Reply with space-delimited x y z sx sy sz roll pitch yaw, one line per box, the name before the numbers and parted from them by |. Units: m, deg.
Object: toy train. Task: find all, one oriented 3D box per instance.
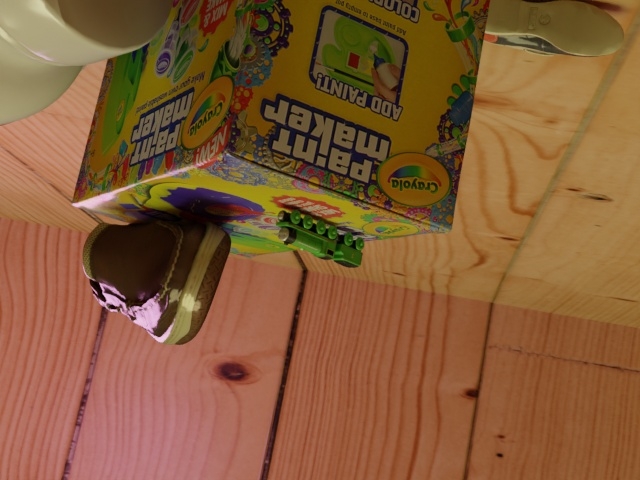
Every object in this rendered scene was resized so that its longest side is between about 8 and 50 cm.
toy train | 0.000 0.000 0.669 0.017 0.024 0.083 0 165 43

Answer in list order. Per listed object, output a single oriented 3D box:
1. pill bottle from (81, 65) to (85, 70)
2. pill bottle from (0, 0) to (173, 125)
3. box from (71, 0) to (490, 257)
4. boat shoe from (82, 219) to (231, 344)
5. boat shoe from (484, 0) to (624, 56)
pill bottle | -0.310 -0.237 0.980 0.117 0.118 0.208 8 167 16
pill bottle | -0.322 -0.183 0.735 0.407 0.229 0.229 -8 161 28
box | -0.031 -0.147 0.749 0.177 0.279 0.290 17 166 -30
boat shoe | -0.142 0.027 0.770 0.095 0.095 0.257 21 167 -14
boat shoe | 0.205 -0.190 0.895 0.137 0.049 0.043 11 172 13
